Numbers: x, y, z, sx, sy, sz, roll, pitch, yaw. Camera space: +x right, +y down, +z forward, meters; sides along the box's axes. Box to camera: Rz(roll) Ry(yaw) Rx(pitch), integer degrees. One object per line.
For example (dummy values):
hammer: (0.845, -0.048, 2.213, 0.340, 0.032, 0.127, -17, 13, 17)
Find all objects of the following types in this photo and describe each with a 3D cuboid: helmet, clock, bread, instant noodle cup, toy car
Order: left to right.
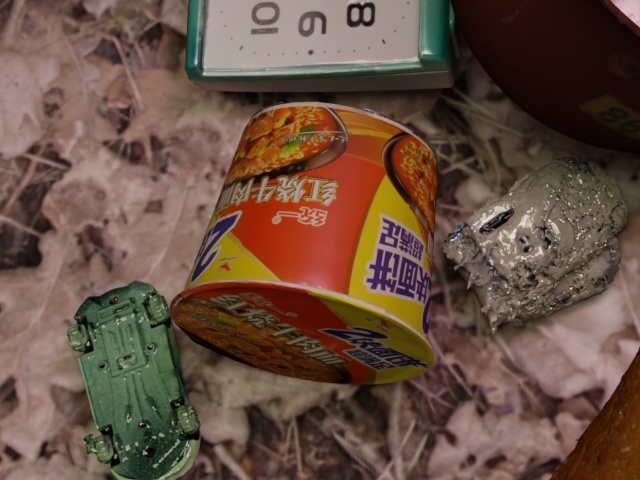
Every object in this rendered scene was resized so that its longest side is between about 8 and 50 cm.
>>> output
toy car: (-0.152, 0.123, 1.409, 0.093, 0.058, 0.186, -20, 61, 3)
instant noodle cup: (0.000, 0.000, 1.357, 0.213, 0.213, 0.174, 7, 67, 10)
clock: (0.011, -0.251, 1.472, 0.231, 0.116, 0.262, -1, 73, 13)
helmet: (0.221, -0.204, 1.333, 0.385, 0.230, 0.337, 11, 59, -33)
bread: (0.258, 0.169, 1.287, 0.132, 0.103, 0.172, 39, 114, 23)

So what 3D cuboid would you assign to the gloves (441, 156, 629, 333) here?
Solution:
gloves: (0.181, 0.002, 1.389, 0.153, 0.070, 0.114, -33, 72, -4)
